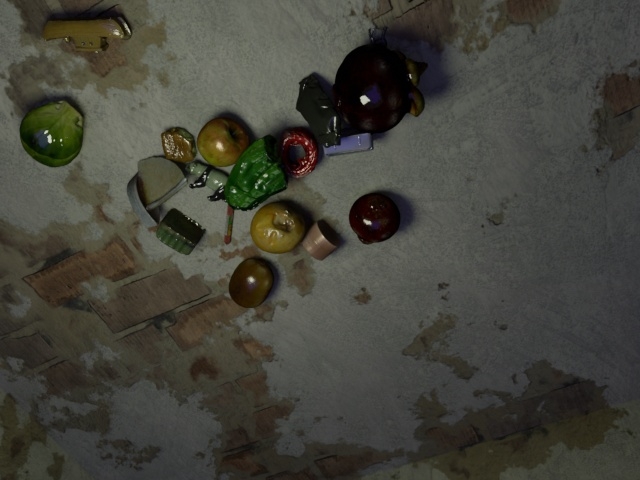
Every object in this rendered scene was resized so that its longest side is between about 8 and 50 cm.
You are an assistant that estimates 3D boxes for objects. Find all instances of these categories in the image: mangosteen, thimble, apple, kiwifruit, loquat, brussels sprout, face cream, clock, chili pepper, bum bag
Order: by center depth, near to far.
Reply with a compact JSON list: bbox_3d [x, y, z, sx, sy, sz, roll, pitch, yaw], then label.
[{"bbox_3d":[0.218,-0.544,1.651,0.346,0.307,0.307,-14,115,1],"label":"mangosteen"},{"bbox_3d":[-0.004,-0.475,1.742,0.079,0.326,0.142,-4,148,-43],"label":"bum bag"},{"bbox_3d":[0.108,-0.392,1.814,0.193,0.145,0.073,-7,117,7],"label":"clock"},{"bbox_3d":[-0.386,-0.382,1.820,0.196,0.196,0.196,1,117,2],"label":"apple"},{"bbox_3d":[-0.246,-0.265,1.823,0.213,0.167,0.385,13,148,-28],"label":"chili pepper"},{"bbox_3d":[-1.053,-0.428,1.832,0.219,0.210,0.271,37,97,-20],"label":"brussels sprout"},{"bbox_3d":[-0.088,-0.351,1.857,0.163,0.125,0.190,-1,117,0],"label":"thimble"},{"bbox_3d":[0.223,-0.077,1.951,0.215,0.215,0.257,6,148,0],"label":"mangosteen"},{"bbox_3d":[-0.183,-0.049,1.961,0.243,0.244,0.244,1,117,2],"label":"loquat"},{"bbox_3d":[0.000,0.000,2.015,0.104,0.149,0.149,-40,108,21],"label":"face cream"},{"bbox_3d":[-0.311,0.190,2.104,0.196,0.196,0.234,32,116,-12],"label":"kiwifruit"}]

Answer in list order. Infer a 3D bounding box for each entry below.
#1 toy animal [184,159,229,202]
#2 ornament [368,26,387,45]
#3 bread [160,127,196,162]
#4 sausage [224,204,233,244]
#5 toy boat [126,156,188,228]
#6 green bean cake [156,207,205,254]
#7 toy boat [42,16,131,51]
[{"bbox_3d":[-0.466,-0.249,1.945,0.225,0.094,0.121,32,113,-12],"label":"toy animal"},{"bbox_3d":[0.217,-0.718,1.710,0.073,0.028,0.125,-6,115,5],"label":"ornament"},{"bbox_3d":[-0.577,-0.388,1.895,0.127,0.069,0.140,-4,118,4],"label":"bread"},{"bbox_3d":[-0.409,-0.075,2.065,0.029,0.029,0.223,11,117,-2],"label":"sausage"},{"bbox_3d":[-0.687,-0.227,1.927,0.293,0.111,0.276,-47,66,13],"label":"toy boat"},{"bbox_3d":[-0.614,-0.034,2.018,0.181,0.173,0.094,34,113,-16],"label":"green bean cake"},{"bbox_3d":[-0.865,-0.761,1.713,0.321,0.089,0.121,-1,128,4],"label":"toy boat"}]
